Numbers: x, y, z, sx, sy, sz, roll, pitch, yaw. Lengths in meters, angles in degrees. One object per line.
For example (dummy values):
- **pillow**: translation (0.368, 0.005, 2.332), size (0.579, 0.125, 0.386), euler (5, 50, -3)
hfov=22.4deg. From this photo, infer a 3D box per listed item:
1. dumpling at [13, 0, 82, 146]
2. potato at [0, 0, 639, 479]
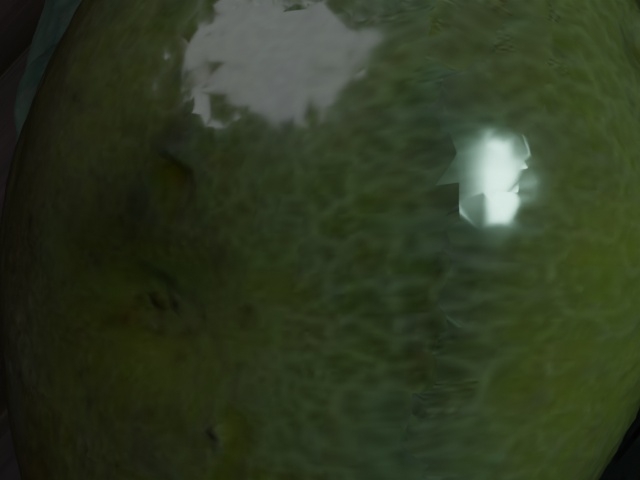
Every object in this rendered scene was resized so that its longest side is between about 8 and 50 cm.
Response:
- **dumpling**: translation (-0.040, -0.044, 0.558), size (0.149, 0.105, 0.216), euler (-25, 35, 26)
- **potato**: translation (0.000, 0.000, 0.416), size (0.235, 0.160, 0.178), euler (-70, 20, 1)
